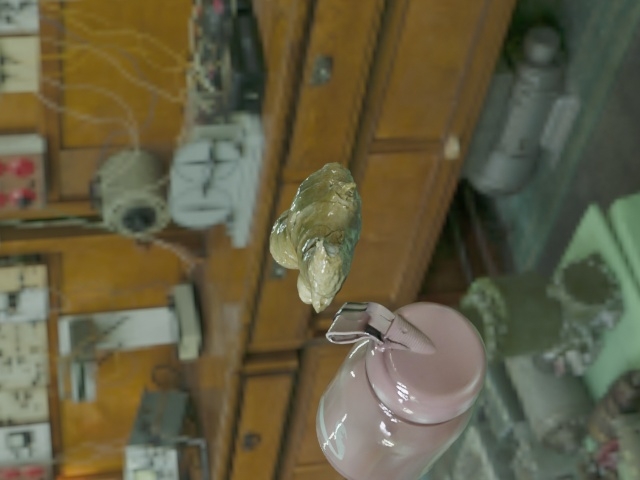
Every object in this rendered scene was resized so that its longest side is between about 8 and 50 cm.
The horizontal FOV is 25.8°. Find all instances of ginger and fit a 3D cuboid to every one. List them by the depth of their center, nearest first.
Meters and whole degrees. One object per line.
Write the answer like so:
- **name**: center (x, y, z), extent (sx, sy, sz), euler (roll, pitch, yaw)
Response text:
- **ginger**: center (0.000, 0.000, 1.494), extent (0.148, 0.081, 0.334), euler (-56, 13, 11)

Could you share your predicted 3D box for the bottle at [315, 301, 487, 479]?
- **bottle**: center (0.087, 0.179, 1.699), extent (0.173, 0.206, 0.297), euler (-60, -2, -26)
